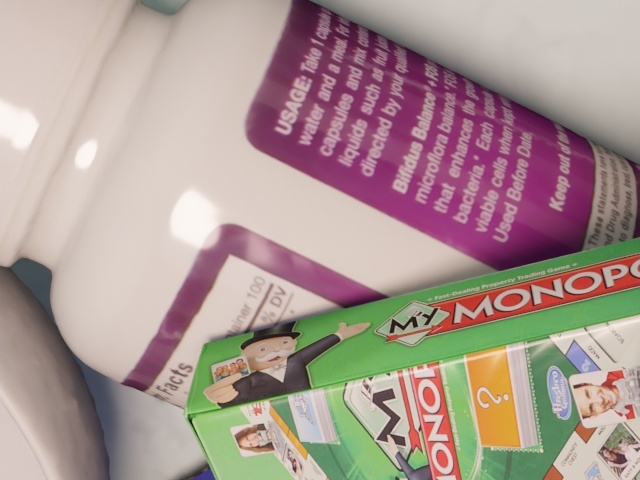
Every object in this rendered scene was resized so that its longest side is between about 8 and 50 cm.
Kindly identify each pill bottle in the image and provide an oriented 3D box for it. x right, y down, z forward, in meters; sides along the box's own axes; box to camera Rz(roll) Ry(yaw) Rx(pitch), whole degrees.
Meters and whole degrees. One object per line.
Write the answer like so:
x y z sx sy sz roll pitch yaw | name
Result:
0.000 0.000 0.539 0.301 0.169 0.169 26 119 -10 | pill bottle

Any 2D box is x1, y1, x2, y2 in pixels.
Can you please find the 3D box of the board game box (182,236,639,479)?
0.106 0.152 0.490 0.213 0.046 0.317 -14 117 12 | board game box

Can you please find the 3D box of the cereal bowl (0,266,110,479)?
-0.252 0.097 0.627 0.339 0.141 0.339 4 117 8 | cereal bowl

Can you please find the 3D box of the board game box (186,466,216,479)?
0.016 0.256 0.684 0.232 0.141 0.291 -34 113 32 | board game box
